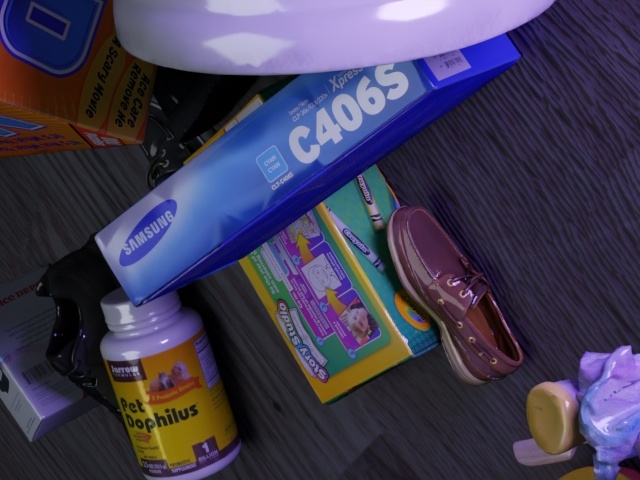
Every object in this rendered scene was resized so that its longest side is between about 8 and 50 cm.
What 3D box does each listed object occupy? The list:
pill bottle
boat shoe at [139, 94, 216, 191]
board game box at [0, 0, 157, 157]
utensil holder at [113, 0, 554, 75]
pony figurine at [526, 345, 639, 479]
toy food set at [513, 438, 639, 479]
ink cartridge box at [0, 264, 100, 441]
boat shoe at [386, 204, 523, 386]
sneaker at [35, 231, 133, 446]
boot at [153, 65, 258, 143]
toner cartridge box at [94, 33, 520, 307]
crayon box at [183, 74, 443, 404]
[{"bbox_3d":[-0.170,0.153,1.779,0.117,0.117,0.215,1,113,50],"label":"pill bottle"},{"bbox_3d":[-0.135,-0.062,1.636,0.228,0.076,0.080,48,141,18],"label":"boat shoe"},{"bbox_3d":[-0.366,-0.287,1.425,0.356,0.356,0.357,-1,77,50],"label":"board game box"},{"bbox_3d":[-0.005,-0.344,1.103,0.327,0.327,0.385,17,122,44],"label":"utensil holder"},{"bbox_3d":[0.309,0.139,1.065,0.303,0.363,0.351,3,99,57],"label":"pony figurine"},{"bbox_3d":[0.251,0.263,1.372,0.128,0.071,0.218,-27,64,38],"label":"toy food set"},{"bbox_3d":[-0.342,0.135,1.967,0.175,0.127,0.072,53,145,14],"label":"ink cartridge box"},{"bbox_3d":[0.122,0.043,1.413,0.060,0.064,0.178,-21,102,48],"label":"boat shoe"},{"bbox_3d":[-0.247,0.140,1.856,0.109,0.130,0.286,-5,110,49],"label":"sneaker"},{"bbox_3d":[-0.138,-0.225,1.520,0.207,0.094,0.246,55,149,3],"label":"boot"},{"bbox_3d":[-0.015,-0.074,1.322,0.348,0.165,0.075,-35,84,32],"label":"toner cartridge box"},{"bbox_3d":[0.000,0.000,1.510,0.278,0.081,0.165,60,144,3],"label":"crayon box"}]
